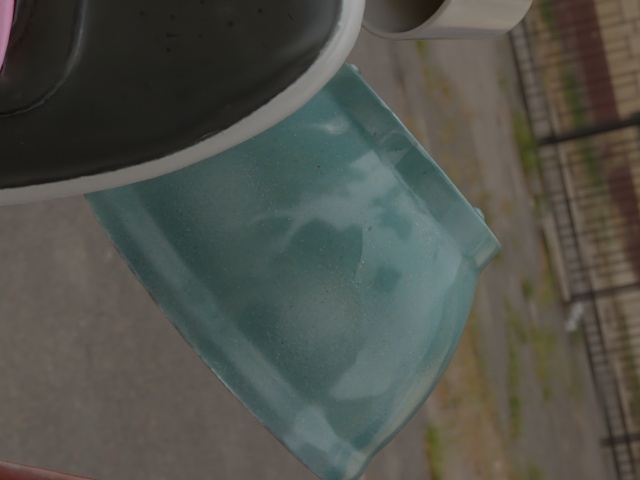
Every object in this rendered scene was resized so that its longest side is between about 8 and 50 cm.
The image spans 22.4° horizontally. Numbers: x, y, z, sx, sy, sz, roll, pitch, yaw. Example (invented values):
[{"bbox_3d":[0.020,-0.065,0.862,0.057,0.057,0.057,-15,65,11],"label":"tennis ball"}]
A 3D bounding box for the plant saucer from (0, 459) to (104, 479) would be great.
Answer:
[{"bbox_3d":[0.014,0.190,0.447,0.048,0.259,0.258,-49,146,-69],"label":"plant saucer"}]

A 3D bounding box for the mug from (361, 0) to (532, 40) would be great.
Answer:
[{"bbox_3d":[0.057,-0.106,0.623,0.064,0.078,0.062,5,75,-46],"label":"mug"}]

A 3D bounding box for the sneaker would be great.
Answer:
[{"bbox_3d":[-0.134,-0.059,0.330,0.147,0.295,0.105,-127,-138,-84],"label":"sneaker"}]

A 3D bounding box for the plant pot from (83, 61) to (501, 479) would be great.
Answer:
[{"bbox_3d":[0.000,0.000,1.134,0.293,0.196,0.293,50,2,-3],"label":"plant pot"}]
